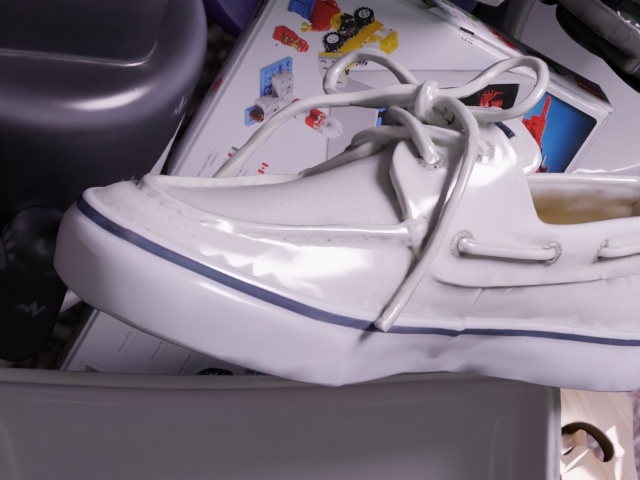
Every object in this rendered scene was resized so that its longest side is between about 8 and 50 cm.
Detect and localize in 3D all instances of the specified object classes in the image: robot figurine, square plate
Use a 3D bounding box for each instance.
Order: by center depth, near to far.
[{"bbox_3d":[-0.155,-0.072,0.816,0.173,0.278,0.209,34,49,3],"label":"robot figurine"},{"bbox_3d":[-0.035,0.215,0.950,0.347,0.049,0.344,-1,117,7],"label":"square plate"}]

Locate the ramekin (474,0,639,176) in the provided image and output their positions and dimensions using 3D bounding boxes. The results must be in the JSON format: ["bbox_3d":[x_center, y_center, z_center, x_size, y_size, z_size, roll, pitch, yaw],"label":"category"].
[{"bbox_3d":[0.187,-0.107,0.993,0.207,0.109,0.207,-4,103,-17],"label":"ramekin"}]

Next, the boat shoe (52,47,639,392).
[{"bbox_3d":[0.055,-0.021,0.764,0.367,0.136,0.156,9,109,-36],"label":"boat shoe"}]

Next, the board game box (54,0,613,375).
[{"bbox_3d":[0.000,0.000,0.917,0.193,0.053,0.305,28,110,-12],"label":"board game box"}]

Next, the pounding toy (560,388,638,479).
[{"bbox_3d":[0.141,0.192,1.050,0.154,0.155,0.269,-39,86,-28],"label":"pounding toy"}]

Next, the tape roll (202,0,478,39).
[{"bbox_3d":[0.007,-0.194,0.934,0.189,0.080,0.189,-3,102,-16],"label":"tape roll"}]

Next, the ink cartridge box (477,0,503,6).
[{"bbox_3d":[-0.012,-0.278,0.802,0.306,0.131,0.226,18,70,-1],"label":"ink cartridge box"}]

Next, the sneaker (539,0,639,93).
[{"bbox_3d":[0.175,-0.171,0.806,0.147,0.104,0.296,-40,148,-2],"label":"sneaker"}]
